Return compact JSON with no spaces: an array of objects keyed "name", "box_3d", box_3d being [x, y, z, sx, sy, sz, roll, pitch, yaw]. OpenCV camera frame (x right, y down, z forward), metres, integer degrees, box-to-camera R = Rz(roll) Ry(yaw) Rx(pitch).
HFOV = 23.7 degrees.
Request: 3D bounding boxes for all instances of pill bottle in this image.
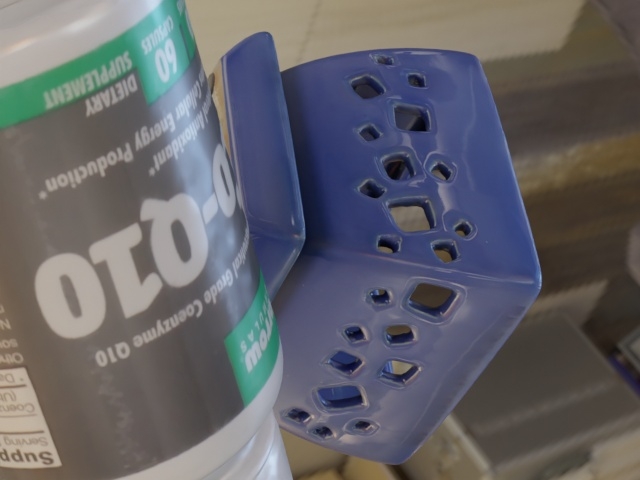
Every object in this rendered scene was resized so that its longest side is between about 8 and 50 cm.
[{"name":"pill bottle","box_3d":[-0.136,0.021,0.844,0.204,0.204,0.361,-25,122,-18]}]

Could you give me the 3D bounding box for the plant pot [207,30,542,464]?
[{"name":"plant pot","box_3d":[0.000,0.000,1.118,0.212,0.236,0.236,10,137,-23]}]
